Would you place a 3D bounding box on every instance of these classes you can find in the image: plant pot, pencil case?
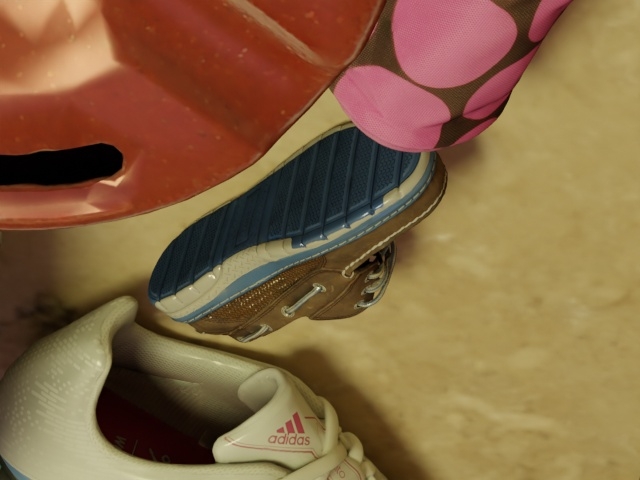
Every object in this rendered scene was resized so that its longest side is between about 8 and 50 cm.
[{"bbox_3d":[-0.072,-0.153,0.540,0.273,0.265,0.272,1,123,2],"label":"plant pot"},{"bbox_3d":[0.082,-0.123,0.711,0.095,0.098,0.209,51,136,10],"label":"pencil case"}]

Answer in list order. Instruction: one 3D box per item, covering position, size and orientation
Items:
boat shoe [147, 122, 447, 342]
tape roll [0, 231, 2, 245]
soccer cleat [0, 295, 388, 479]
[{"bbox_3d":[0.000,0.000,0.878,0.066,0.066,0.183,35,142,-28],"label":"boat shoe"},{"bbox_3d":[-0.282,0.040,0.836,0.246,0.169,0.246,14,163,4],"label":"tape roll"},{"bbox_3d":[-0.014,0.144,0.984,0.331,0.116,0.143,30,134,-17],"label":"soccer cleat"}]
